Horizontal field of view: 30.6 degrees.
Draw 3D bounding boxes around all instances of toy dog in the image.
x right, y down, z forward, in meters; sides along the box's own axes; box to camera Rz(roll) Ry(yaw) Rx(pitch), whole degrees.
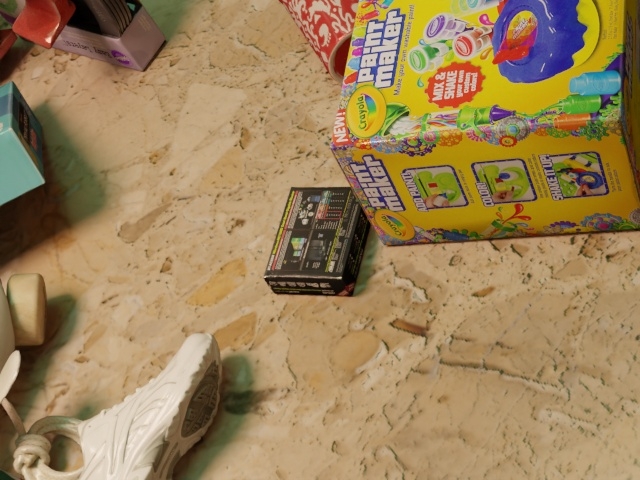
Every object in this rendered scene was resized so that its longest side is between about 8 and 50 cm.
[{"bbox_3d":[-0.373,0.123,1.212,0.220,0.161,0.333,-19,48,-16],"label":"toy dog"}]

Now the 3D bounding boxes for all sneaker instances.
[{"bbox_3d":[-0.183,0.183,1.158,0.115,0.090,0.232,18,64,22],"label":"sneaker"}]

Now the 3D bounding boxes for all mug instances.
[{"bbox_3d":[0.037,-0.283,1.400,0.150,0.113,0.169,-29,53,4],"label":"mug"}]

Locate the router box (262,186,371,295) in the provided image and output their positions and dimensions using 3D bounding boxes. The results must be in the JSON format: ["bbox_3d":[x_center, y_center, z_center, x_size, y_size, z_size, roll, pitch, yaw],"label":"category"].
[{"bbox_3d":[0.000,0.000,1.254,0.092,0.038,0.122,2,57,24],"label":"router box"}]

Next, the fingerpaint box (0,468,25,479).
[{"bbox_3d":[-0.282,0.468,0.918,0.445,0.163,0.371,-50,52,-5],"label":"fingerpaint box"}]

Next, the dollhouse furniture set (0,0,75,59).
[{"bbox_3d":[-0.464,-0.283,1.490,0.374,0.201,0.152,6,57,50],"label":"dollhouse furniture set"}]

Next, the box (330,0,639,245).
[{"bbox_3d":[0.187,-0.167,1.205,0.279,0.177,0.290,-5,54,22],"label":"box"}]

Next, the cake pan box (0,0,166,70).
[{"bbox_3d":[-0.354,-0.340,1.525,0.267,0.245,0.070,20,70,32],"label":"cake pan box"}]

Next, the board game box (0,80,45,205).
[{"bbox_3d":[-0.503,-0.058,1.414,0.336,0.079,0.254,-29,24,-3],"label":"board game box"}]
